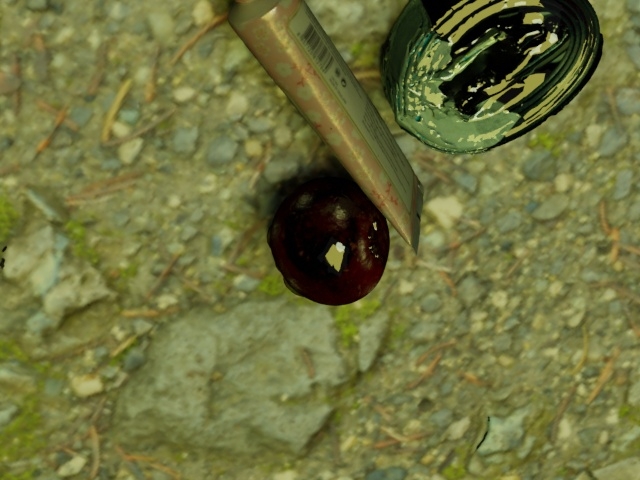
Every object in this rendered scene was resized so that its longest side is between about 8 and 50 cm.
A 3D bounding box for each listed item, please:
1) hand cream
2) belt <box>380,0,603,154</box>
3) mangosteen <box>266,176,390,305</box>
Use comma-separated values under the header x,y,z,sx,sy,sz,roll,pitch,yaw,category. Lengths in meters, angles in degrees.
x,y,z,sx,sy,sz,roll,pitch,yaw,category
0.008,-0.082,1.086,0.043,0.067,0.210,-23,124,23,hand cream
0.101,-0.113,1.091,0.140,0.058,0.105,-37,121,8,belt
0.003,0.000,1.122,0.081,0.081,0.081,-8,123,-12,mangosteen
